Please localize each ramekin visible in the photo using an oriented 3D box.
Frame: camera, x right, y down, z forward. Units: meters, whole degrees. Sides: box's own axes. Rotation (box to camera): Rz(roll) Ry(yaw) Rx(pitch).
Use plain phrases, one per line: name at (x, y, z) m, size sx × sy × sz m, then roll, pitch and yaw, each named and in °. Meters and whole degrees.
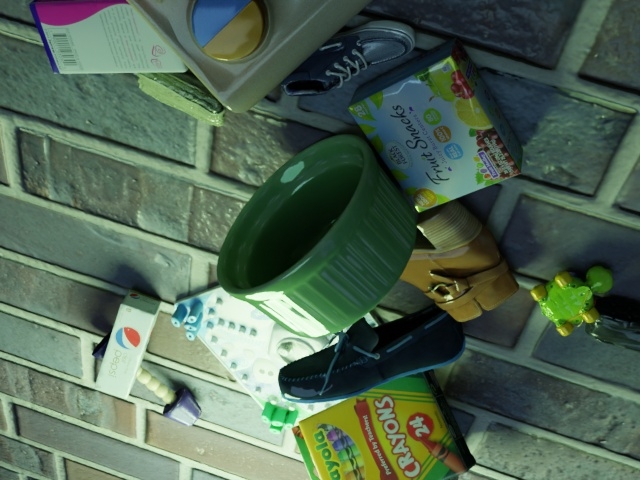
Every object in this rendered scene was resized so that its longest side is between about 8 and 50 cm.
ramekin at (0.000, 0.000, 1.162) m, size 0.303 × 0.304 × 0.148 m, roll -26°, pitch 124°, yaw 35°

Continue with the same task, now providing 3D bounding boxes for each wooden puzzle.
wooden puzzle at (-0.103, -0.373, 0.952) m, size 0.322 × 0.080 × 0.348 m, roll -39°, pitch 112°, yaw 14°

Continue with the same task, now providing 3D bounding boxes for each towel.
towel at (-0.216, -0.222, 1.190) m, size 0.148 × 0.027 × 0.110 m, roll 25°, pitch 172°, yaw -5°

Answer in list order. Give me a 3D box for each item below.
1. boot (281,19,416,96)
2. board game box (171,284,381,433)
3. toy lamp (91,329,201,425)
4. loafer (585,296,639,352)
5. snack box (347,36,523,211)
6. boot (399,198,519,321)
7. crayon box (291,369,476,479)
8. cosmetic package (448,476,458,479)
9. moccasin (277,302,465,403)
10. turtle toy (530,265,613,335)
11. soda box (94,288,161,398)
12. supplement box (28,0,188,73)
boot at (0.038, -0.246, 1.068) m, size 0.189 × 0.086 × 0.069 m, roll -4°, pitch 147°, yaw 26°
board game box at (-0.049, 0.225, 1.526) m, size 0.389 × 0.050 × 0.390 m, roll -20°, pitch 119°, yaw 31°
toy lamp at (-0.377, 0.311, 1.700) m, size 0.080 × 0.080 × 0.275 m, roll -32°, pitch 110°, yaw 37°
loafer at (0.544, 0.155, 1.243) m, size 0.223 × 0.076 × 0.078 m, roll 16°, pitch 137°, yaw 13°
snack box at (0.169, -0.161, 1.112) m, size 0.174 × 0.070 × 0.207 m, roll -21°, pitch 118°, yaw 32°
boot at (0.168, 0.052, 1.283) m, size 0.283 × 0.109 × 0.220 m, roll -29°, pitch 119°, yaw 28°
crayon box at (0.098, 0.385, 1.421) m, size 0.318 × 0.081 × 0.202 m, roll -30°, pitch 74°, yaw 18°
cosmetic package at (0.171, 0.440, 1.529) m, size 0.183 × 0.151 × 0.151 m, roll -3°, pitch 152°, yaw 23°
moccasin at (0.082, 0.182, 1.352) m, size 0.341 × 0.138 × 0.117 m, roll -17°, pitch 113°, yaw -13°
turtle toy at (0.410, 0.087, 1.234) m, size 0.130 × 0.066 × 0.095 m, roll -38°, pitch 86°, yaw 36°
soda box at (-0.396, 0.214, 1.578) m, size 0.073 × 0.069 × 0.216 m, roll 20°, pitch 112°, yaw -6°
supplement box at (-0.286, -0.316, 1.117) m, size 0.219 × 0.114 × 0.111 m, roll 4°, pitch 129°, yaw 18°
